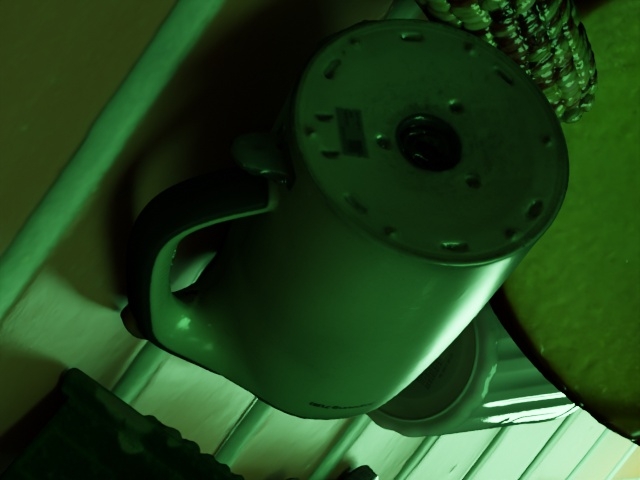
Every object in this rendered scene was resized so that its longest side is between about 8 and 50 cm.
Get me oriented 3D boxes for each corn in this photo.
[{"bbox_3d":[0.101,-0.151,1.025,0.086,0.086,0.253,-47,140,-5],"label":"corn"}]

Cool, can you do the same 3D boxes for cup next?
[{"bbox_3d":[0.108,0.094,1.375,0.202,0.167,0.221,-2,127,-56],"label":"cup"}]

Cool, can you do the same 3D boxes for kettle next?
[{"bbox_3d":[0.000,0.000,1.041,0.240,0.165,0.255,-1,153,-20],"label":"kettle"}]

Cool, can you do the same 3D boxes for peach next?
[{"bbox_3d":[0.233,-0.037,1.228,0.201,0.257,0.362,-42,127,-79],"label":"peach"}]

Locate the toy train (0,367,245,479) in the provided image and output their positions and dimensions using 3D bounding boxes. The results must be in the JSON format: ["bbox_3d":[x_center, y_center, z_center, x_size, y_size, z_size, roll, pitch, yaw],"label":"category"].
[{"bbox_3d":[-0.115,0.232,1.063,0.202,0.266,0.145,-49,158,-21],"label":"toy train"}]

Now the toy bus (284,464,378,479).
[{"bbox_3d":[0.005,0.308,1.550,0.157,0.139,0.289,-50,161,14],"label":"toy bus"}]
